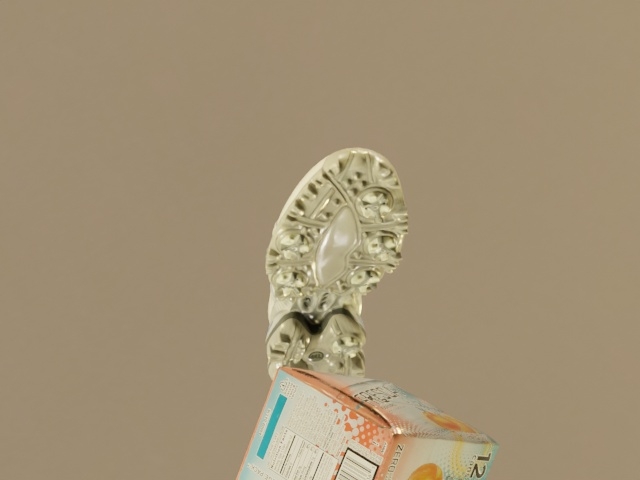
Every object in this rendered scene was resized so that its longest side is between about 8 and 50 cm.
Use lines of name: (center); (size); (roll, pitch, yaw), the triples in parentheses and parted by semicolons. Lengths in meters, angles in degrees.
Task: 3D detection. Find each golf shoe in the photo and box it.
golf shoe: (0.000, 0.000, 0.928); (0.069, 0.176, 0.086); (4, -130, -11)

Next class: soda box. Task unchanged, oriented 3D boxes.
soda box: (-0.008, 0.137, 0.608); (0.063, 0.058, 0.183); (13, -79, -49)
